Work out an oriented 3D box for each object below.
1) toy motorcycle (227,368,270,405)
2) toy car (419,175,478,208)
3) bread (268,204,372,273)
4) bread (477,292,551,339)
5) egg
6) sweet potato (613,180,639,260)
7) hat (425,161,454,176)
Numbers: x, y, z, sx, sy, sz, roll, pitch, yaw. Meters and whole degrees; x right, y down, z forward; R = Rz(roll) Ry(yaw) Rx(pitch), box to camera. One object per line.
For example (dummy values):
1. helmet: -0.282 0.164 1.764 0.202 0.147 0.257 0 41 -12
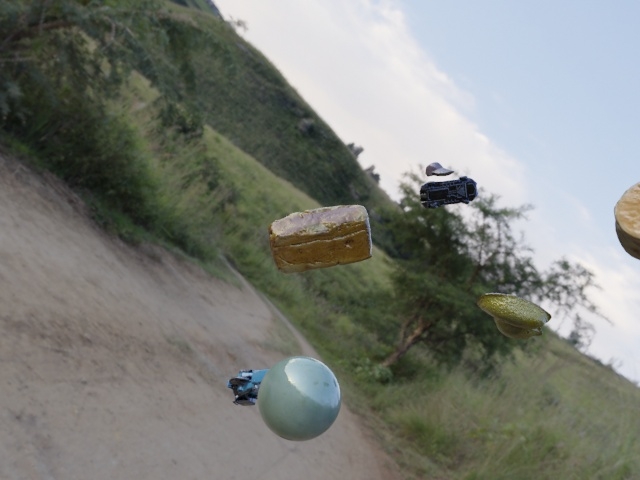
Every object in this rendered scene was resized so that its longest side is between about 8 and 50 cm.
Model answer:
1. toy motorcycle: -0.130 0.422 1.684 0.182 0.273 0.123 51 37 -47
2. toy car: 0.458 -0.174 2.087 0.063 0.217 0.103 -137 -140 -78
3. bread: 0.000 0.000 1.664 0.132 0.295 0.166 -103 -176 -54
4. bread: 0.495 0.208 1.524 0.188 0.065 0.149 22 -37 7
5. egg: -0.039 0.286 1.051 0.149 0.149 0.192 47 -23 9
6. sweet potato: 0.642 -0.023 1.136 0.131 0.131 0.337 45 10 28
7. hat: 0.361 -0.218 1.759 0.058 0.087 0.042 5 82 -72
